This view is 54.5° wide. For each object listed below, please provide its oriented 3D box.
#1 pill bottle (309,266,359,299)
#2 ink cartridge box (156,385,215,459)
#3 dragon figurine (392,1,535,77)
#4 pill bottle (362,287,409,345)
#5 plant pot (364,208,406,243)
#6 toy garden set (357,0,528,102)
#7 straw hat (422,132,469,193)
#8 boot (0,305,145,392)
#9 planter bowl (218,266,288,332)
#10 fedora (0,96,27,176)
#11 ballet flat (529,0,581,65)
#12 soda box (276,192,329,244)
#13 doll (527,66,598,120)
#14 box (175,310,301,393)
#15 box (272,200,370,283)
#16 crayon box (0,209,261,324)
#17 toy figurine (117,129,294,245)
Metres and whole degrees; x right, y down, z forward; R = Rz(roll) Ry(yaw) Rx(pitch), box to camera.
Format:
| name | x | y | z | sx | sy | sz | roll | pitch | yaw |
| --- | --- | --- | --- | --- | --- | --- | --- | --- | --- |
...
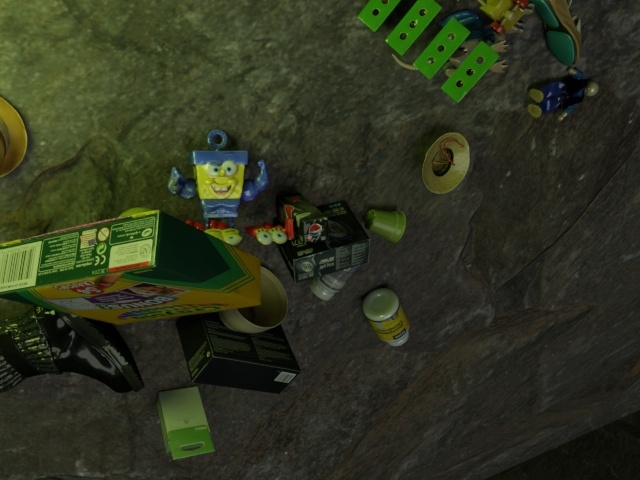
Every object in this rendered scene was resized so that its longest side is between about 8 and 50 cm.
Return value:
| name | x | y | z | sx | sy | sz | roll | pitch | yaw |
| --- | --- | --- | --- | --- | --- | --- | --- | --- | --- |
| pill bottle | 0.037 | 0.079 | 1.545 | 0.078 | 0.078 | 0.137 | 18 | 120 | -38 |
| ink cartridge box | -0.355 | 0.486 | 1.622 | 0.109 | 0.209 | 0.062 | -2 | 130 | -26 |
| dragon figurine | 0.284 | -0.393 | 1.229 | 0.289 | 0.144 | 0.085 | -11 | 139 | 8 |
| pill bottle | 0.190 | 0.220 | 1.739 | 0.103 | 0.103 | 0.184 | -30 | 137 | 1 |
| plant pot | 0.151 | -0.041 | 1.502 | 0.079 | 0.083 | 0.083 | 16 | 122 | -22 |
| toy garden set | 0.227 | -0.406 | 1.129 | 0.204 | 0.244 | 0.049 | -49 | 177 | 16 |
| straw hat | 0.274 | -0.186 | 1.436 | 0.145 | 0.061 | 0.144 | -13 | 119 | -25 |
| boot | -0.573 | 0.267 | 1.356 | 0.260 | 0.131 | 0.348 | -33 | 127 | -6 |
| planter bowl | -0.172 | 0.150 | 1.460 | 0.162 | 0.162 | 0.109 | 14 | 143 | -36 |
| fedora | -0.575 | -0.157 | 1.003 | 0.194 | 0.079 | 0.194 | -15 | 136 | -15 |
| ballet flat | 0.506 | -0.459 | 1.296 | 0.073 | 0.080 | 0.232 | -51 | 136 | 1 |
| soda box | -0.041 | -0.048 | 1.315 | 0.060 | 0.169 | 0.053 | -10 | 114 | -20 |
| doll | 0.574 | -0.340 | 1.460 | 0.189 | 0.046 | 0.129 | -19 | 127 | -20 |
| box | -0.199 | 0.260 | 1.513 | 0.261 | 0.184 | 0.103 | 20 | 121 | -39 |
| box | 0.000 | 0.000 | 1.402 | 0.180 | 0.147 | 0.077 | -15 | 135 | -15 |
| crayon box | -0.343 | 0.068 | 1.150 | 0.363 | 0.106 | 0.313 | -10 | 159 | 24 |
| toy figurine | -0.234 | -0.109 | 1.225 | 0.363 | 0.191 | 0.217 | -2 | 100 | -17 |
